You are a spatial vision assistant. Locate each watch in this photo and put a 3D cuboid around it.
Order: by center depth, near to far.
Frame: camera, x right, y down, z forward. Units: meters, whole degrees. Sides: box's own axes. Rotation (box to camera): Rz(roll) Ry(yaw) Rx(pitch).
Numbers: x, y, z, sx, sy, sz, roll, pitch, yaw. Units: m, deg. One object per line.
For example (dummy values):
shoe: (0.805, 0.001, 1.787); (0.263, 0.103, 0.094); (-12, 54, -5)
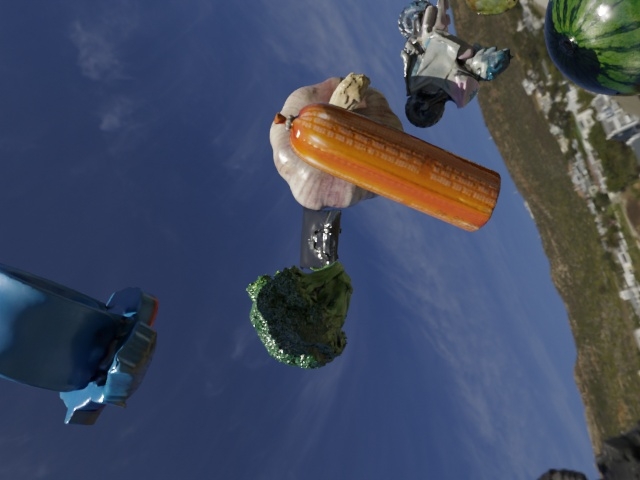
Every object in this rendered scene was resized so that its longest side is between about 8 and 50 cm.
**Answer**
watch: (-0.411, 0.151, 0.725); (0.275, 0.305, 0.241); (32, -108, -31)

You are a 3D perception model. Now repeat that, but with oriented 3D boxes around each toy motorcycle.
toy motorcycle: (0.253, -0.346, 0.884); (0.108, 0.204, 0.239); (-37, -61, -63)

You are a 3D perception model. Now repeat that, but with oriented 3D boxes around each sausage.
sausage: (0.086, -0.109, 0.637); (0.312, 0.093, 0.093); (21, -129, -7)

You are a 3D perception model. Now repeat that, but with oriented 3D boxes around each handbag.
handbag: (0.000, 0.000, 1.713); (0.089, 0.211, 0.254); (-4, -80, -39)

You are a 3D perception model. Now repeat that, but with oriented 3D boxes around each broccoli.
broccoli: (-0.037, 0.161, 1.064); (0.245, 0.265, 0.294); (-39, -35, -28)

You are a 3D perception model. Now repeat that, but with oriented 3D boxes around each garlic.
garlic: (0.038, -0.190, 0.799); (0.245, 0.253, 0.244); (2, -107, -6)

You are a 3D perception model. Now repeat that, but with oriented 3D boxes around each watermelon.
watermelon: (0.568, -0.418, 0.949); (0.331, 0.190, 0.330); (-23, -90, -81)

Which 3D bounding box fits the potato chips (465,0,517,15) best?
potato chips: (0.085, -0.261, 0.367); (0.209, 0.026, 0.142); (29, -158, -46)
